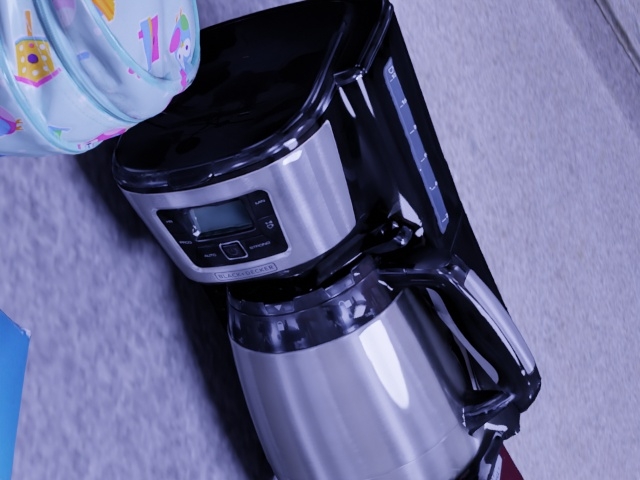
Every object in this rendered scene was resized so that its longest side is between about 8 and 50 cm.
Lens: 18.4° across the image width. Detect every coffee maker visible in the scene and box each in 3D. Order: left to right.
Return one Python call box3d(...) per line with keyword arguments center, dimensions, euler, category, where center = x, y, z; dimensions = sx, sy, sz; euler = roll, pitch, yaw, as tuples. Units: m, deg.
box3d(center=(0.000, 0.000, 0.767), dimensions=(0.171, 0.120, 0.178), euler=(-105, 173, -63), category="coffee maker")

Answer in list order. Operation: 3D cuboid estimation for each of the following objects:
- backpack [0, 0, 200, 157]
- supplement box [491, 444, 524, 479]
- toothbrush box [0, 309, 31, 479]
box3d(center=(-0.103, -0.111, 0.561), dimensions=(0.152, 0.115, 0.182), euler=(-25, 105, -68), category="backpack")
box3d(center=(0.072, 0.194, 0.863), dimensions=(0.239, 0.073, 0.130), euler=(59, 32, -36), category="supplement box")
box3d(center=(-0.160, 0.107, 0.303), dimensions=(0.216, 0.126, 0.295), euler=(54, 33, -57), category="toothbrush box")
